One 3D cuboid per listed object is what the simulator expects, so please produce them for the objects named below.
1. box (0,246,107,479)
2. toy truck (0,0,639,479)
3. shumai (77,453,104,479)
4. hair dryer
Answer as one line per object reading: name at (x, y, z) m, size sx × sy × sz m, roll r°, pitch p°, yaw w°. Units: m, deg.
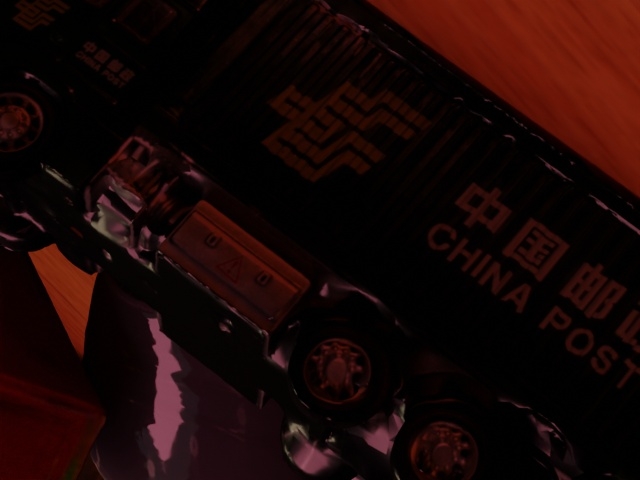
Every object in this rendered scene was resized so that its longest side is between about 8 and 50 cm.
box at (-0.223, 0.014, 0.846) m, size 0.197 × 0.089 × 0.313 m, roll 20°, pitch -168°, yaw -24°
toy truck at (0.000, 0.000, 0.638) m, size 0.259 × 0.121 × 0.088 m, roll 37°, pitch 159°, yaw 11°
shumai at (-0.237, 0.174, 1.241) m, size 0.261 × 0.222 × 0.225 m, roll 1°, pitch 133°, yaw 53°
hair dryer at (0.069, 0.144, 0.816) m, size 0.361 × 0.121 × 0.301 m, roll 20°, pitch 141°, yaw 27°
